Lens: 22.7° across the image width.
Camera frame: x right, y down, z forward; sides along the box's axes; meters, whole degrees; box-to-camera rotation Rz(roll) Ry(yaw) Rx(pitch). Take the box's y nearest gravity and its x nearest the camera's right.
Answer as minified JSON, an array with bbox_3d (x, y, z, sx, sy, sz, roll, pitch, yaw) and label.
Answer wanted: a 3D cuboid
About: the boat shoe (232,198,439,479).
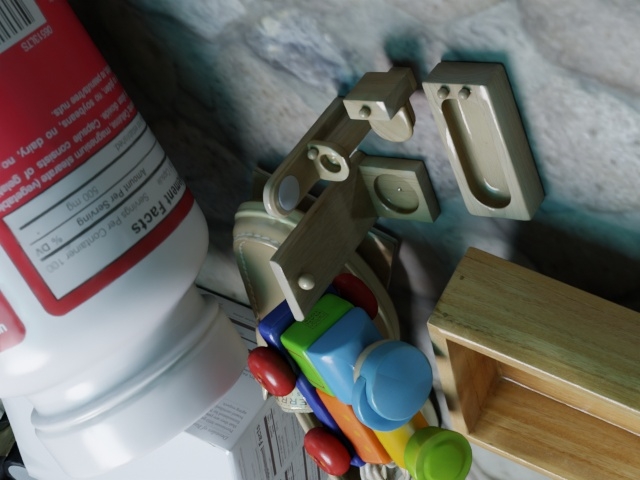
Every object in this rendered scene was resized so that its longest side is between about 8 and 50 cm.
[{"bbox_3d":[0.003,0.096,1.267,0.109,0.098,0.302,10,141,38],"label":"boat shoe"}]

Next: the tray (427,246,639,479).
[{"bbox_3d":[0.280,0.147,1.082,0.411,0.076,0.203,23,158,22],"label":"tray"}]

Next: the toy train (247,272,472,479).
[{"bbox_3d":[0.062,0.147,1.171,0.143,0.105,0.248,25,152,57],"label":"toy train"}]

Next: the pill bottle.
[{"bbox_3d":[-0.231,-0.034,1.191,0.229,0.229,0.407,-14,113,49],"label":"pill bottle"}]

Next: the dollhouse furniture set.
[{"bbox_3d":[0.049,-0.029,1.075,0.151,0.123,0.144,8,135,36],"label":"dollhouse furniture set"}]

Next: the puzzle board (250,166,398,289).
[{"bbox_3d":[0.000,0.000,1.254,0.128,0.011,0.096,28,146,15],"label":"puzzle board"}]

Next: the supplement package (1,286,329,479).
[{"bbox_3d":[-0.141,0.153,1.437,0.262,0.145,0.204,21,142,24],"label":"supplement package"}]

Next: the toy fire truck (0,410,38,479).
[{"bbox_3d":[-0.238,0.282,1.688,0.246,0.158,0.217,34,147,-15],"label":"toy fire truck"}]
